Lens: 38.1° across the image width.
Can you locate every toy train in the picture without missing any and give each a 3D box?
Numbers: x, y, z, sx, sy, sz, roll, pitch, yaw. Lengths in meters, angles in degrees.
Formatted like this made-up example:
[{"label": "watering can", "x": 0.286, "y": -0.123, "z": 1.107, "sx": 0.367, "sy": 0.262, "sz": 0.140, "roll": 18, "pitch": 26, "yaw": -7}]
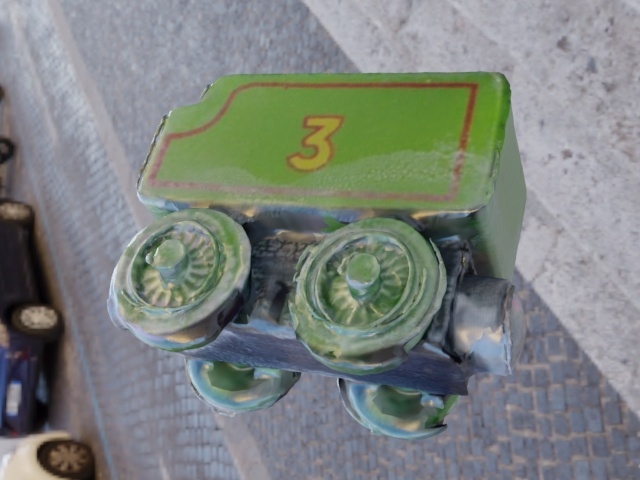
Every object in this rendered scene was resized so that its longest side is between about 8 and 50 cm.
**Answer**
[{"label": "toy train", "x": 0.000, "y": 0.000, "z": 0.675, "sx": 0.173, "sy": 0.307, "sz": 0.248, "roll": 62, "pitch": -143, "yaw": -53}]
